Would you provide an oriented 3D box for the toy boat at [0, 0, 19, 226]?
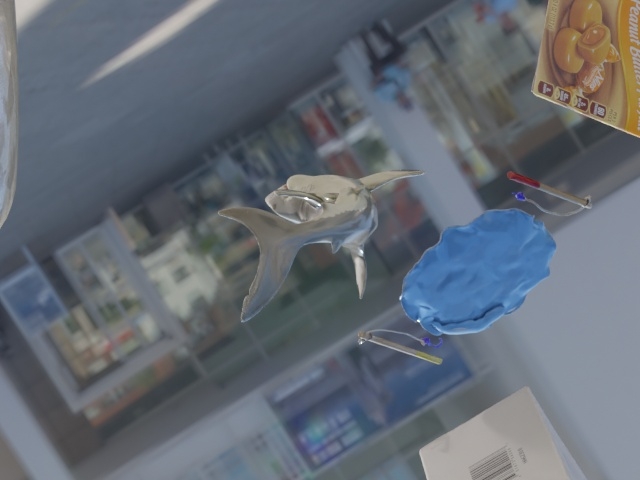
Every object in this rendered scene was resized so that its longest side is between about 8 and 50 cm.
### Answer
[{"bbox_3d":[-0.268,-0.067,0.857,0.148,0.268,0.318,0,147,-18],"label":"toy boat"}]

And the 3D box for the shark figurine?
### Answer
[{"bbox_3d":[0.014,0.003,1.277,0.166,0.116,0.278,-5,-169,8],"label":"shark figurine"}]

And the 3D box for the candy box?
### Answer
[{"bbox_3d":[0.416,-0.213,1.675,0.316,0.183,0.087,28,-141,31],"label":"candy box"}]

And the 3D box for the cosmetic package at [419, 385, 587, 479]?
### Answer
[{"bbox_3d":[0.220,0.306,1.369,0.138,0.225,0.224,-33,-160,9],"label":"cosmetic package"}]

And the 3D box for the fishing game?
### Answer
[{"bbox_3d":[0.170,0.030,1.531,0.189,0.041,0.264,16,123,-39],"label":"fishing game"}]
